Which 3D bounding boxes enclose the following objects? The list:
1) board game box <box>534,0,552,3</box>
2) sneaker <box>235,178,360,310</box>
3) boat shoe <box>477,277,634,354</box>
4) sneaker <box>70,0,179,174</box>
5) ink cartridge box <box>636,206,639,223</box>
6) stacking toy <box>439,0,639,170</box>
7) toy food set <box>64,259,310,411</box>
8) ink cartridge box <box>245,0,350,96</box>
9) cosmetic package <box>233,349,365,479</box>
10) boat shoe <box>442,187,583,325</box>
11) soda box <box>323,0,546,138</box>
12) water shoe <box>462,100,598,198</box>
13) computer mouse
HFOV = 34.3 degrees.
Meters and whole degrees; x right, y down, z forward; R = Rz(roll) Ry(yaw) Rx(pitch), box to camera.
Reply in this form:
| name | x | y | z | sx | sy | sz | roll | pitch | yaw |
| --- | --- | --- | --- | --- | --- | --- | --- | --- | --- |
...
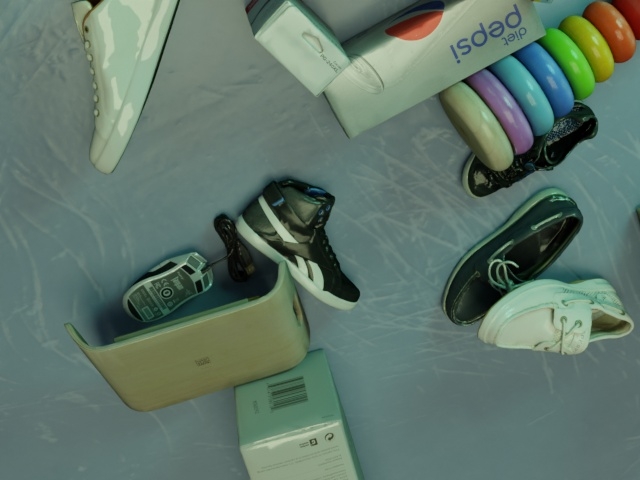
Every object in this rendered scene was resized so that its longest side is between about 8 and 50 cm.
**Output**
| name | x | y | z | sx | sy | sz | roll | pitch | yaw |
| --- | --- | --- | --- | --- | --- | --- | --- | --- | --- |
| board game box | 0.153 | -0.380 | 1.190 | 0.275 | 0.142 | 0.144 | 6 | 81 | -2 |
| sneaker | 0.000 | 0.000 | 1.440 | 0.217 | 0.079 | 0.121 | 37 | 106 | -22 |
| boat shoe | 0.346 | 0.116 | 1.474 | 0.277 | 0.096 | 0.098 | -8 | 133 | -35 |
| sneaker | -0.260 | -0.231 | 1.286 | 0.123 | 0.106 | 0.290 | 17 | 102 | -11 |
| ink cartridge box | 0.548 | 0.061 | 1.459 | 0.088 | 0.235 | 0.193 | -22 | 116 | 2 |
| stacking toy | 0.322 | -0.238 | 1.354 | 0.330 | 0.141 | 0.141 | -36 | 115 | 2 |
| toy food set | -0.173 | 0.129 | 1.446 | 0.306 | 0.092 | 0.220 | -17 | 149 | -2 |
| ink cartridge box | -0.030 | -0.253 | 1.272 | 0.063 | 0.150 | 0.109 | -44 | 113 | 13 |
| cosmetic package | -0.008 | 0.376 | 1.558 | 0.155 | 0.197 | 0.365 | -15 | 115 | -1 |
| boat shoe | 0.278 | 0.038 | 1.497 | 0.254 | 0.079 | 0.095 | -44 | 117 | 14 |
| soda box | 0.134 | -0.248 | 1.331 | 0.286 | 0.091 | 0.098 | -27 | 116 | 5 |
| water shoe | 0.283 | -0.123 | 1.419 | 0.203 | 0.080 | 0.073 | -37 | 114 | 10 |
| computer mouse | -0.192 | 0.047 | 1.459 | 0.193 | 0.042 | 0.106 | -27 | 121 | -1 |
